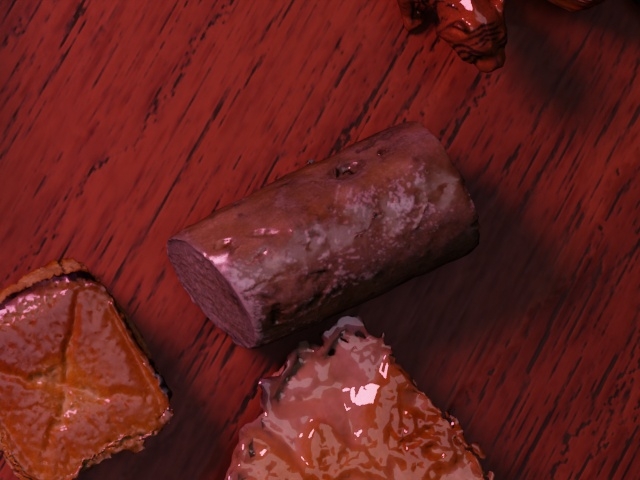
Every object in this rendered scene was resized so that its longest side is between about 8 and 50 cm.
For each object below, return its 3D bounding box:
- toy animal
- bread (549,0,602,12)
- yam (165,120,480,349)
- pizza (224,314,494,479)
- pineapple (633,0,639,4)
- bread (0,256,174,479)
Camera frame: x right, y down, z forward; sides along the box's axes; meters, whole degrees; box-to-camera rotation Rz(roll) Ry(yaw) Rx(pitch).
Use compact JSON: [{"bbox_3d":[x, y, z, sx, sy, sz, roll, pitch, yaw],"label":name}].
[{"bbox_3d":[0.058,-0.220,1.368,0.057,0.099,0.241,-32,93,-10],"label":"toy animal"},{"bbox_3d":[0.202,-0.252,1.378,0.114,0.132,0.190,29,86,-5],"label":"bread"},{"bbox_3d":[0.000,0.000,1.343,0.194,0.107,0.107,-25,91,-10],"label":"yam"},{"bbox_3d":[0.017,0.329,1.343,0.392,0.080,0.435,-41,93,-9],"label":"pizza"},{"bbox_3d":[0.337,-0.235,1.407,0.278,0.158,0.158,-37,93,2],"label":"pineapple"},{"bbox_3d":[-0.177,0.092,1.327,0.128,0.069,0.140,-34,96,-9],"label":"bread"}]
